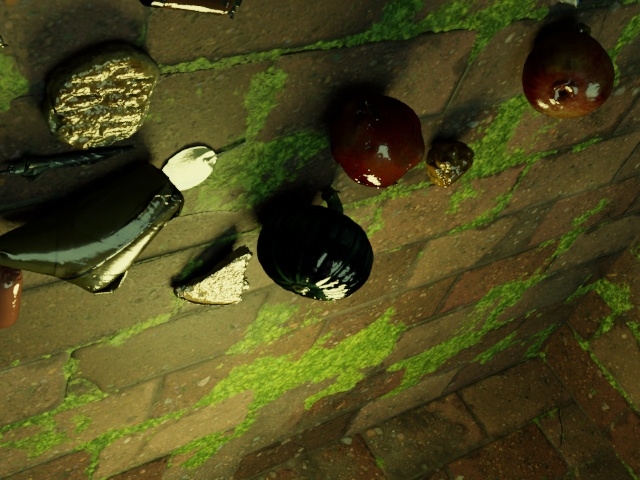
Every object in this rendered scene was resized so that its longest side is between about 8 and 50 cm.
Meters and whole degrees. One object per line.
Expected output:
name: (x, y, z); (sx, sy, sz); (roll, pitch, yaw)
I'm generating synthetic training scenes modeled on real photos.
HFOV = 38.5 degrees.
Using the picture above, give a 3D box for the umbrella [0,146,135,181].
umbrella: (-0.410, -0.122, 1.445); (0.269, 0.044, 0.044); (-17, 176, -33)

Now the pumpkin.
pumpkin: (0.000, 0.000, 1.929); (0.248, 0.248, 0.248); (-26, 152, -15)

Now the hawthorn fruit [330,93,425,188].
hawthorn fruit: (0.101, -0.208, 1.735); (0.181, 0.181, 0.235); (-33, 148, -2)

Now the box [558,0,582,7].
box: (0.416, -0.561, 1.440); (0.279, 0.116, 0.261); (-60, 156, -7)

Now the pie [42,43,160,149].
pie: (-0.330, -0.214, 1.374); (0.195, 0.046, 0.195); (-28, 153, -16)

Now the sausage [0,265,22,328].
sausage: (-0.558, 0.097, 1.609); (0.062, 0.062, 0.154); (-15, 148, -33)

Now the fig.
fig: (0.532, -0.362, 1.956); (0.205, 0.205, 0.205); (-26, 152, -15)

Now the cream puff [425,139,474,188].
cream puff: (0.286, -0.178, 2.073); (0.116, 0.094, 0.122); (-48, 173, 32)

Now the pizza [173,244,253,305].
pizza: (-0.209, 0.071, 1.966); (0.185, 0.052, 0.195); (8, 136, -44)

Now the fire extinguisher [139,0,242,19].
fire extinguisher: (-0.176, -0.355, 1.316); (0.177, 0.050, 0.062); (-7, 104, -44)

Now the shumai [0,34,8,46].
shumai: (-0.478, -0.220, 1.118); (0.176, 0.166, 0.206); (-58, 153, -3)

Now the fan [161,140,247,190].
fan: (-0.211, -0.143, 1.664); (0.175, 0.005, 0.113); (-27, 152, -14)

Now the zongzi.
zongzi: (-0.396, -0.039, 1.513); (0.260, 0.123, 0.289); (-47, 147, 14)
